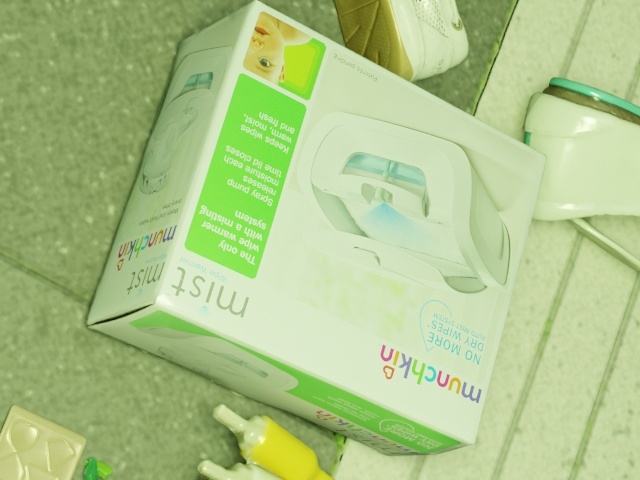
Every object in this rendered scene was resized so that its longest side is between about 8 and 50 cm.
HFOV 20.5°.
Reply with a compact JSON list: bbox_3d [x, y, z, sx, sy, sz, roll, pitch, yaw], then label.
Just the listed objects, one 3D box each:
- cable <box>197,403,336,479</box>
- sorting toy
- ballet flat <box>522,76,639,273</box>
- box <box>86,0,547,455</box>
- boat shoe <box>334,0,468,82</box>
[{"bbox_3d":[0.024,0.218,1.259,0.287,0.072,0.139,20,78,-25],"label":"cable"},{"bbox_3d":[-0.181,0.154,1.190,0.083,0.012,0.062,28,64,-19],"label":"sorting toy"},{"bbox_3d":[0.329,-0.016,1.452,0.400,0.139,0.139,17,73,-21],"label":"ballet flat"},{"bbox_3d":[0.000,0.000,1.256,0.262,0.126,0.231,27,68,-24],"label":"box"},{"bbox_3d":[0.049,-0.257,1.347,0.096,0.098,0.277,-17,99,-31],"label":"boat shoe"}]
